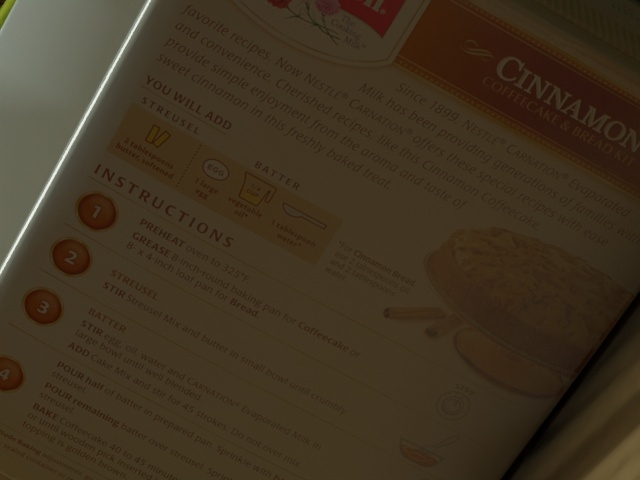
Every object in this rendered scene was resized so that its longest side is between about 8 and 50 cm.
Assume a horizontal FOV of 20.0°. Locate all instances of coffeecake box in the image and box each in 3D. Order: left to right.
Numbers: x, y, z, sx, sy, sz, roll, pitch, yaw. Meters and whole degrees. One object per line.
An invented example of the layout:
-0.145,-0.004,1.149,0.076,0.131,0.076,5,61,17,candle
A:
0.000,0.000,0.483,0.185,0.142,0.068,-57,9,24,coffeecake box

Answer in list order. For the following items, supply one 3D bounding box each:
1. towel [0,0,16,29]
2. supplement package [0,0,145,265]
-0.197,-0.083,1.022,0.237,0.021,0.102,-64,13,-21,towel
-0.078,-0.059,0.974,0.198,0.199,0.262,-60,7,11,supplement package
